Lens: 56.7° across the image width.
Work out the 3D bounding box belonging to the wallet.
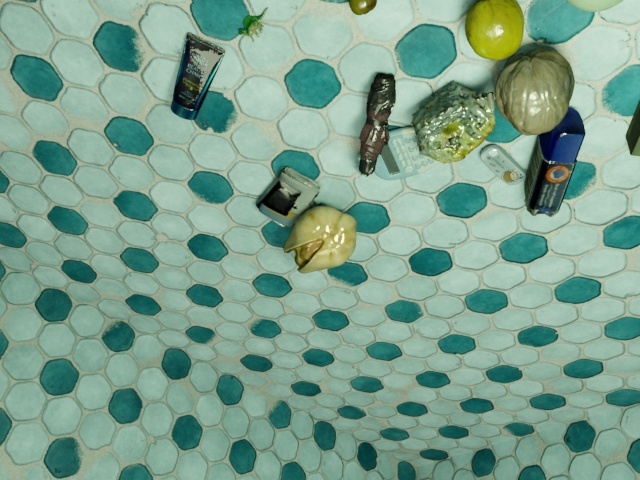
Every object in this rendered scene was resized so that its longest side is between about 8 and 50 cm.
[{"bbox_3d":[-0.118,-0.149,2.119,0.170,0.069,0.231,31,135,-15],"label":"wallet"}]

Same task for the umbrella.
[{"bbox_3d":[0.169,-0.342,1.791,0.094,0.090,0.326,24,129,22],"label":"umbrella"}]

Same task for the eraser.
[{"bbox_3d":[0.695,-0.234,1.785,0.101,0.155,0.332,4,137,5],"label":"eraser"}]

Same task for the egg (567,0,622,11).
[{"bbox_3d":[0.610,-0.643,1.302,0.202,0.203,0.283,-11,133,23],"label":"egg"}]

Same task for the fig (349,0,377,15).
[{"bbox_3d":[0.106,-0.629,1.531,0.074,0.074,0.088,-11,108,23],"label":"fig"}]

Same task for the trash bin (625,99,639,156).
[{"bbox_3d":[1.008,-0.313,1.653,0.240,0.122,0.164,7,138,8],"label":"trash bin"}]

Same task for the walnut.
[{"bbox_3d":[0.572,-0.395,1.585,0.224,0.224,0.224,6,139,5],"label":"walnut"}]

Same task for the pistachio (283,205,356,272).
[{"bbox_3d":[0.000,0.000,2.139,0.321,0.238,0.229,-36,85,43],"label":"pistachio"}]

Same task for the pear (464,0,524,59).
[{"bbox_3d":[0.437,-0.542,1.496,0.148,0.149,0.162,-11,127,23],"label":"pear"}]

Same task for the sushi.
[{"bbox_3d":[0.390,-0.347,1.720,0.184,0.139,0.274,35,120,-29],"label":"sushi"}]

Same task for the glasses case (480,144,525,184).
[{"bbox_3d":[0.579,-0.238,1.882,0.178,0.045,0.067,34,134,-25],"label":"glasses case"}]

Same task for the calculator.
[{"bbox_3d":[0.254,-0.278,1.911,0.302,0.042,0.188,-11,135,22],"label":"calculator"}]

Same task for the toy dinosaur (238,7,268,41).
[{"bbox_3d":[-0.186,-0.606,1.654,0.060,0.029,0.120,39,131,-6],"label":"toy dinosaur"}]

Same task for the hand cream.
[{"bbox_3d":[-0.384,-0.493,1.808,0.120,0.061,0.270,25,129,-8],"label":"hand cream"}]
